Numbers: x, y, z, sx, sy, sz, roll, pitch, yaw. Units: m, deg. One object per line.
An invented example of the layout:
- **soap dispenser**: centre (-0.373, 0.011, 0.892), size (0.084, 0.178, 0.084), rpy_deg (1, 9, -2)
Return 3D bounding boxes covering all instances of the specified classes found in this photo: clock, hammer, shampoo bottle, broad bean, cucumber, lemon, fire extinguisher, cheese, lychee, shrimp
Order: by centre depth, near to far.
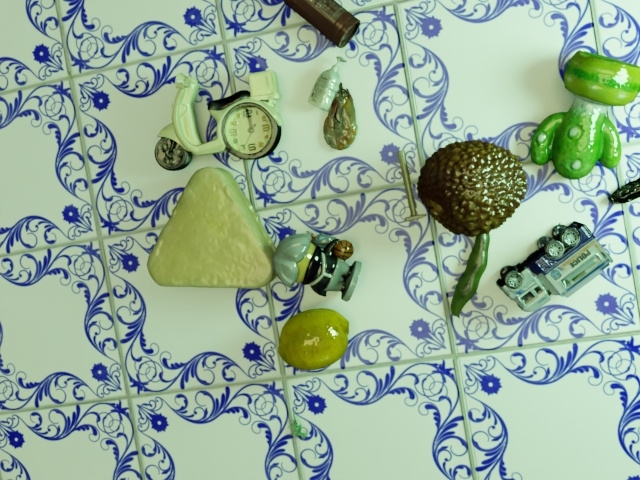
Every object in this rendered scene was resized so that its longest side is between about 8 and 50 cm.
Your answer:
- **lychee**: centre (0.395, -0.143, 1.775), size (0.268, 0.267, 0.267), rpy_deg (1, 94, 11)
- **cucumber**: centre (0.835, -0.140, 1.781), size (0.182, 0.053, 0.053), rpy_deg (-23, 89, 14)
- **broad bean**: centre (0.421, 0.074, 1.879), size (0.060, 0.043, 0.297), rpy_deg (20, 96, 21)
- **fire extinguisher**: centre (-0.017, -0.651, 1.897), size (0.269, 0.105, 0.104), rpy_deg (40, 100, 6)
- **hammer**: centre (0.247, -0.154, 1.913), size (0.063, 0.013, 0.198), rpy_deg (-11, 92, 11)
- **shampoo bottle**: centre (0.022, -0.442, 1.914), size (0.077, 0.045, 0.151), rpy_deg (33, 103, 44)
- **lemon**: centre (-0.017, 0.275, 1.917), size (0.208, 0.170, 0.169), rpy_deg (-13, 91, 6)
- **shrimp**: centre (0.055, -0.348, 1.926), size (0.101, 0.042, 0.190), rpy_deg (3, 95, 19)
- **clock**: centre (-0.296, -0.347, 1.963), size (0.379, 0.120, 0.276), rpy_deg (-4, 97, 7)
- **cheese**: centre (-0.279, 0.019, 1.982), size (0.384, 0.104, 0.383), rpy_deg (1, 94, 11)

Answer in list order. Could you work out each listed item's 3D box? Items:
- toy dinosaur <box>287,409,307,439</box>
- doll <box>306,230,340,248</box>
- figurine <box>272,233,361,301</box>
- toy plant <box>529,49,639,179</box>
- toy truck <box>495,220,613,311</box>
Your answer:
- **toy dinosaur**: centre (-0.063, 0.545, 2.015), size (0.062, 0.021, 0.083), rpy_deg (20, 101, 2)
- **doll**: centre (0.000, 0.000, 1.958), size (0.114, 0.039, 0.057), rpy_deg (-2, 88, 14)
- **figurine**: centre (-0.011, 0.063, 1.896), size (0.237, 0.133, 0.175), rpy_deg (19, 95, -5)
- **toy plant**: centre (0.683, -0.308, 1.758), size (0.224, 0.184, 0.315), rpy_deg (22, 114, 14)
- **toy truck**: centre (0.606, 0.079, 1.802), size (0.268, 0.124, 0.155), rpy_deg (-40, 91, 10)
